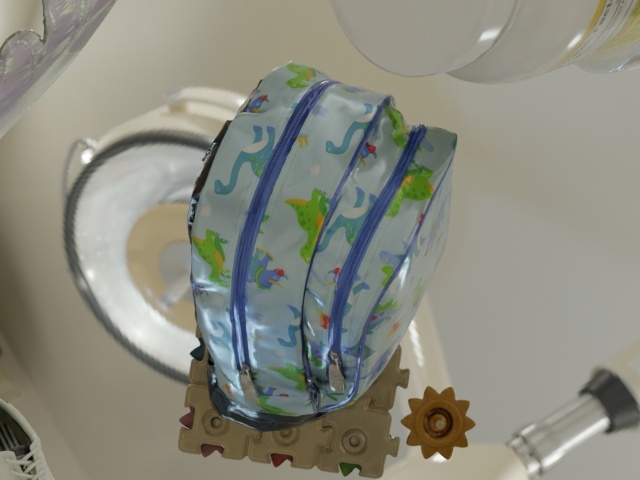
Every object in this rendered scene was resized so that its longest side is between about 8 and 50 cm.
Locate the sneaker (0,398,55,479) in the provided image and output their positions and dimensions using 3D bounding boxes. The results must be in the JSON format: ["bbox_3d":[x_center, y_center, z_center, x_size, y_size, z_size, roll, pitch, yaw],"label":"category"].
[{"bbox_3d":[-0.386,0.311,1.370,0.258,0.094,0.091,43,-45,31],"label":"sneaker"}]

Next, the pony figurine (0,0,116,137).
[{"bbox_3d":[-0.244,0.037,0.494,0.351,0.302,0.364,-18,-88,51],"label":"pony figurine"}]

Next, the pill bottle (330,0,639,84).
[{"bbox_3d":[0.165,-0.224,0.808,0.187,0.334,0.188,20,-60,39],"label":"pill bottle"}]

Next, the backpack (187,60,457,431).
[{"bbox_3d":[0.000,0.000,0.978,0.273,0.290,0.356,18,-32,29],"label":"backpack"}]

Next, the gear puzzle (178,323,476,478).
[{"bbox_3d":[0.013,0.180,1.227,0.044,0.338,0.176,160,-61,-87],"label":"gear puzzle"}]

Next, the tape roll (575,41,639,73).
[{"bbox_3d":[0.385,-0.357,1.352,0.286,0.100,0.286,169,-90,-72],"label":"tape roll"}]
